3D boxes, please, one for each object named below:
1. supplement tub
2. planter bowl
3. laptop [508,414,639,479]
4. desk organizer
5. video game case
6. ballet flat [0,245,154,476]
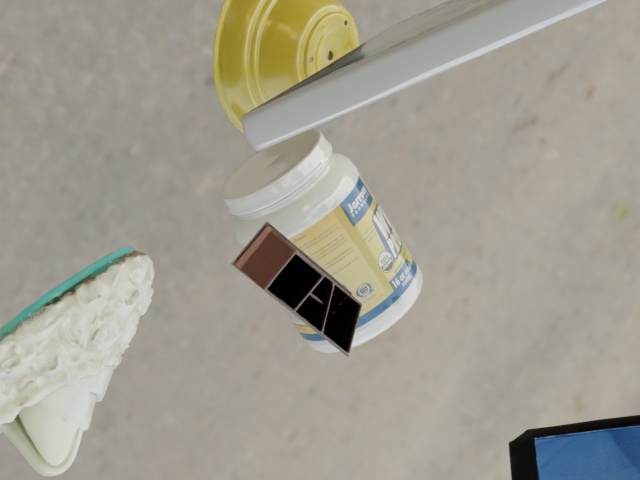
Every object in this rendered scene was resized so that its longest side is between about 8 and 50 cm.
[{"bbox_3d":[0.000,0.000,1.976,0.144,0.144,0.200,-42,112,-22],"label":"supplement tub"},{"bbox_3d":[-0.019,-0.216,2.180,0.217,0.090,0.217,-22,118,-48],"label":"planter bowl"},{"bbox_3d":[0.203,0.119,0.731,0.136,0.234,0.264,16,138,-21],"label":"laptop"},{"bbox_3d":[-0.011,0.043,1.598,0.047,0.050,0.130,-50,133,0],"label":"desk organizer"},{"bbox_3d":[0.133,-0.182,1.532,0.300,0.329,0.036,-38,104,-57],"label":"video game case"},{"bbox_3d":[-0.283,0.163,1.544,0.409,0.147,0.147,-34,142,-20],"label":"ballet flat"}]
